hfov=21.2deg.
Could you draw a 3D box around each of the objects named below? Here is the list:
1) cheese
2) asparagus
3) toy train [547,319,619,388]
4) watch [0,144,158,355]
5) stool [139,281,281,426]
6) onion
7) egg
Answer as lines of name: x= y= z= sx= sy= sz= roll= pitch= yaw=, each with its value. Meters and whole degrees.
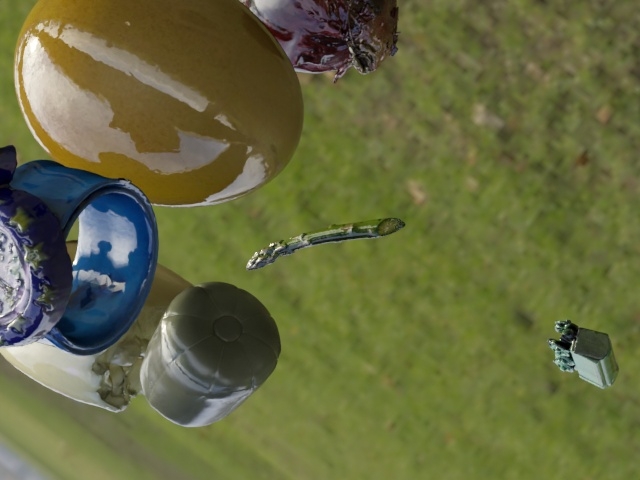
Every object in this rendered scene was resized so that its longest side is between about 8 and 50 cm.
cheese: x=-0.226 y=0.095 z=1.851 sx=0.233 sy=0.127 sz=0.266 roll=30 pitch=-164 yaw=26
asparagus: x=0.000 y=0.000 z=2.262 sx=0.027 sy=0.236 sz=0.034 roll=-34 pitch=-72 yaw=-64
toy train: x=0.283 y=0.120 z=1.844 sx=0.071 sy=0.038 sz=0.148 roll=21 pitch=169 yaw=18
watch: x=-0.249 y=0.004 z=1.560 sx=0.171 sy=0.196 sz=0.200 roll=26 pitch=-162 yaw=30
stool: x=-0.089 y=0.091 z=1.333 sx=0.096 sy=0.096 sz=0.110 roll=37 pitch=142 yaw=-1
onion: x=-0.018 y=-0.359 z=2.543 sx=0.281 sy=0.281 sz=0.221 roll=33 pitch=-152 yaw=21
egg: x=-0.169 y=-0.161 z=1.806 sx=0.322 sy=0.250 sz=0.250 roll=22 pitch=164 yaw=15
